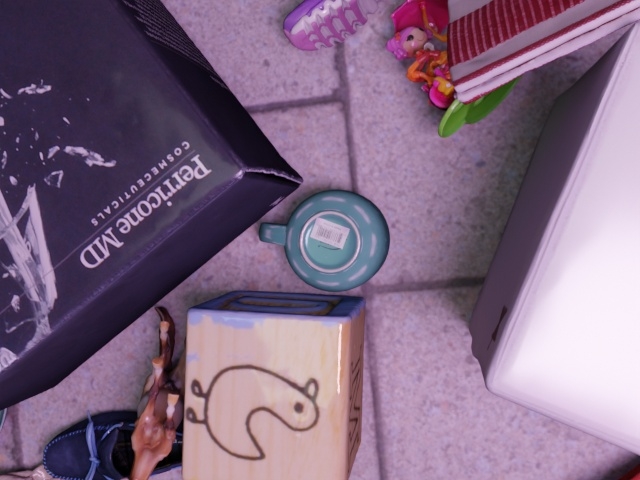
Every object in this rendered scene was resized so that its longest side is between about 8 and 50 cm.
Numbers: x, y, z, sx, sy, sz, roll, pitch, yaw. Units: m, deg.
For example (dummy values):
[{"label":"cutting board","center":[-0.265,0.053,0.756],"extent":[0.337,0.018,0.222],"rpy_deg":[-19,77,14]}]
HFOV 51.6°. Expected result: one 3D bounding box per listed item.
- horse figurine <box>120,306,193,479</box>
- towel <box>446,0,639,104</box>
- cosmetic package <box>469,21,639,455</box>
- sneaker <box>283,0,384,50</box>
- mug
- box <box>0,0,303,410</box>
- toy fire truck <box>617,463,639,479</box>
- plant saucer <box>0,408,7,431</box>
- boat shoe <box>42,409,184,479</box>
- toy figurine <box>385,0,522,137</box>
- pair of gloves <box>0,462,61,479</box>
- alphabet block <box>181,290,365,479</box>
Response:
[{"label":"horse figurine","center":[-0.200,0.193,0.829],"extent":[0.066,0.263,0.174],"rpy_deg":[12,116,-11]},{"label":"towel","center":[0.238,-0.284,0.663],"extent":[0.237,0.329,0.037],"rpy_deg":[-22,129,32]},{"label":"cosmetic package","center":[0.391,0.042,0.651],"extent":[0.394,0.329,0.327],"rpy_deg":[21,95,8]},{"label":"sneaker","center":[0.040,-0.340,0.829],"extent":[0.236,0.095,0.104],"rpy_deg":[-40,80,3]},{"label":"mug","center":[0.008,0.006,0.837],"extent":[0.158,0.097,0.129],"rpy_deg":[-27,87,10]},{"label":"box","center":[-0.366,-0.109,0.799],"extent":[0.480,0.297,0.471],"rpy_deg":[-39,87,9]},{"label":"toy fire truck","center":[0.445,0.377,0.755],"extent":[0.302,0.169,0.254],"rpy_deg":[30,73,7]},{"label":"plant saucer","center":[-0.593,0.206,0.981],"extent":[0.318,0.044,0.317],"rpy_deg":[0,93,10]},{"label":"boat shoe","center":[-0.269,0.276,0.900],"extent":[0.258,0.089,0.109],"rpy_deg":[-17,89,10]},{"label":"toy figurine","center":[0.143,-0.225,0.797],"extent":[0.173,0.130,0.159],"rpy_deg":[-41,70,-18]},{"label":"pair of gloves","center":[-0.444,0.451,0.961],"extent":[0.204,0.042,0.240],"rpy_deg":[-17,93,7]},{"label":"alphabet block","center":[-0.048,0.171,0.806],"extent":[0.192,0.193,0.197],"rpy_deg":[2,92,12]}]
